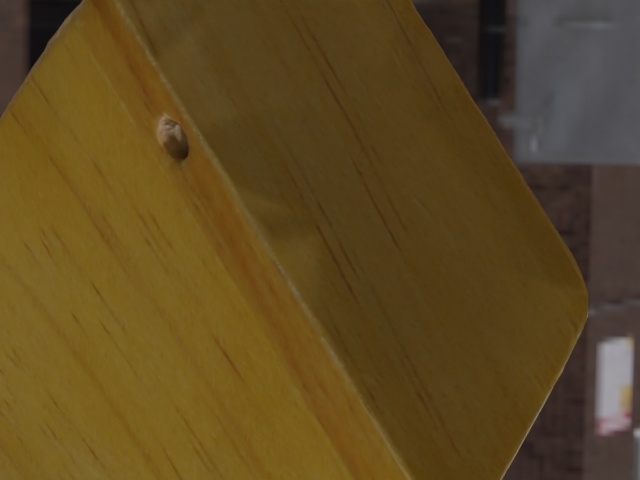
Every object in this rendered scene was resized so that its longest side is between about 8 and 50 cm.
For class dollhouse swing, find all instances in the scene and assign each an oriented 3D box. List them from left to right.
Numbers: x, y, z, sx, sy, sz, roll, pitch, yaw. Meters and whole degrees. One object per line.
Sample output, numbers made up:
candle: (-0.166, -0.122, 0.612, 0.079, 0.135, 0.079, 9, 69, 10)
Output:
dollhouse swing: (0.000, 0.000, 0.808, 0.305, 0.315, 0.347, -26, 169, -37)
